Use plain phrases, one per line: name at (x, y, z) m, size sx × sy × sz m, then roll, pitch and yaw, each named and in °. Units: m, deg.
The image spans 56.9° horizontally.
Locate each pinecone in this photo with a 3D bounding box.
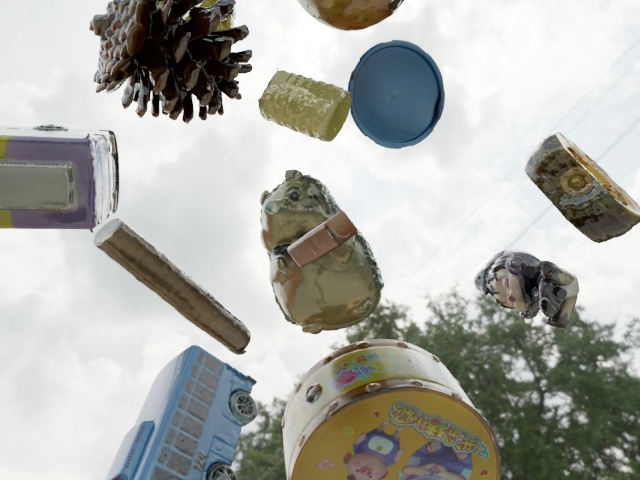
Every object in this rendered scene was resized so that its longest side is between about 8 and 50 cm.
pinecone at (-0.229, -0.306, 0.943) m, size 0.264 × 0.264 × 0.264 m, roll -10°, pitch -42°, yaw -9°

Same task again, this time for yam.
yam at (-0.168, 0.066, 0.724) m, size 0.046 × 0.046 × 0.264 m, roll -30°, pitch -49°, yaw 13°

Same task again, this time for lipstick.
lipstick at (0.000, 0.000, 0.943) m, size 0.045 × 0.045 × 0.145 m, roll -40°, pitch 4°, yaw -32°

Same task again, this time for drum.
drum at (0.130, 0.427, 1.209) m, size 0.432 × 0.214 × 0.430 m, roll -2°, pitch -74°, yaw -7°

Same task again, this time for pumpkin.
pumpkin at (0.680, -0.132, 1.533) m, size 0.222 × 0.317 × 0.139 m, roll 4°, pitch -47°, yaw -50°

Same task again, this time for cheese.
cheese at (-0.032, -0.280, 1.230) m, size 0.167 × 0.123 × 0.093 m, roll 22°, pitch -23°, yaw 18°

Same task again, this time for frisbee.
frisbee at (0.170, -0.329, 1.340) m, size 0.242 × 0.045 × 0.241 m, roll -3°, pitch -80°, yaw -18°

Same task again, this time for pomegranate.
pomegranate at (0.050, -0.548, 1.134) m, size 0.282 × 0.281 × 0.281 m, roll -10°, pitch -42°, yaw -9°

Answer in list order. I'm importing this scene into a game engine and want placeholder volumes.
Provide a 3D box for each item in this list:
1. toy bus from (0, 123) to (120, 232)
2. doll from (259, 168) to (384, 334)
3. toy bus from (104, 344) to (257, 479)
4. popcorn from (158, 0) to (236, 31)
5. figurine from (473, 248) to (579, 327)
toy bus at (-0.664, -0.138, 1.247) m, size 0.441 × 0.249 × 0.209 m, roll 1°, pitch -75°, yaw -13°
doll at (-0.014, 0.023, 1.262) m, size 0.248 × 0.349 × 0.247 m, roll -18°, pitch -16°, yaw -5°
toy bus at (-0.137, 0.204, 0.575) m, size 0.106 × 0.184 × 0.090 m, roll 40°, pitch -59°, yaw -19°
popcorn at (-0.285, -0.481, 1.260) m, size 0.200 × 0.203 × 0.225 m, roll -24°, pitch -65°, yaw -31°
figurine at (0.416, 0.078, 1.200) m, size 0.146 × 0.222 × 0.145 m, roll -6°, pitch -78°, yaw -28°
